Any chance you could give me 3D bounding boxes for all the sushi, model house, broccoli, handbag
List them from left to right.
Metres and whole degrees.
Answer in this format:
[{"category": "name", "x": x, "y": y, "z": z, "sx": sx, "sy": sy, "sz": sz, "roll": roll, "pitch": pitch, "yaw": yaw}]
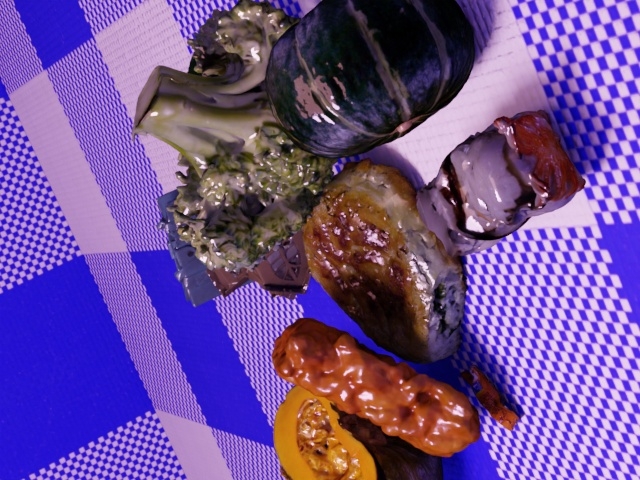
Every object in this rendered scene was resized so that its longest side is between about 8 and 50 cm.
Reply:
[{"category": "handbag", "x": -0.207, "y": -0.002, "z": 2.421, "sx": 0.062, "sy": 0.179, "sz": 0.229, "roll": 33, "pitch": 141, "yaw": 52}, {"category": "broccoli", "x": -0.104, "y": -0.159, "z": 1.855, "sx": 0.317, "sy": 0.338, "sz": 0.277, "roll": 54, "pitch": -178, "yaw": -34}, {"category": "model house", "x": -0.100, "y": 0.050, "z": 2.306, "sx": 0.181, "sy": 0.176, "sz": 0.248, "roll": 43, "pitch": 167, "yaw": 39}, {"category": "sushi", "x": 0.200, "y": -0.062, "z": 1.513, "sx": 0.124, "sy": 0.130, "sz": 0.332, "roll": 61, "pitch": 159, "yaw": 5}]

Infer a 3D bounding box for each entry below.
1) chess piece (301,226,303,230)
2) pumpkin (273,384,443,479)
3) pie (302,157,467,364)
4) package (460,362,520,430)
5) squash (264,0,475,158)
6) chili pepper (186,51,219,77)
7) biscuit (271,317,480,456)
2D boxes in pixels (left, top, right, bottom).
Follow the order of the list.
[{"category": "chess piece", "x": -0.050, "y": -0.103, "z": 2.109, "sx": 0.200, "sy": 0.090, "sz": 0.090, "roll": -126, "pitch": 21, "yaw": -49}, {"category": "pumpkin", "x": 0.076, "y": 0.386, "z": 2.126, "sx": 0.242, "sy": 0.232, "sz": 0.325, "roll": -53, "pitch": 42, "yaw": 24}, {"category": "pie", "x": 0.090, "y": 0.039, "z": 1.910, "sx": 0.288, "sy": 0.103, "sz": 0.355, "roll": 40, "pitch": 148, "yaw": 32}, {"category": "package", "x": 0.243, "y": 0.226, "z": 1.873, "sx": 0.111, "sy": 0.033, "sz": 0.077, "roll": 53, "pitch": 147, "yaw": 13}, {"category": "squash", "x": 0.060, "y": -0.201, "z": 1.515, "sx": 0.165, "sy": 0.252, "sz": 0.252, "roll": 59, "pitch": 158, "yaw": 5}, {"category": "chili pepper", "x": -0.147, "y": -0.258, "z": 2.079, "sx": 0.264, "sy": 0.116, "sz": 0.148, "roll": 23, "pitch": 133, "yaw": 57}, {"category": "biscuit", "x": 0.077, "y": 0.214, "z": 1.924, "sx": 0.312, "sy": 0.111, "sz": 0.318, "roll": 26, "pitch": 176, "yaw": -3}]
